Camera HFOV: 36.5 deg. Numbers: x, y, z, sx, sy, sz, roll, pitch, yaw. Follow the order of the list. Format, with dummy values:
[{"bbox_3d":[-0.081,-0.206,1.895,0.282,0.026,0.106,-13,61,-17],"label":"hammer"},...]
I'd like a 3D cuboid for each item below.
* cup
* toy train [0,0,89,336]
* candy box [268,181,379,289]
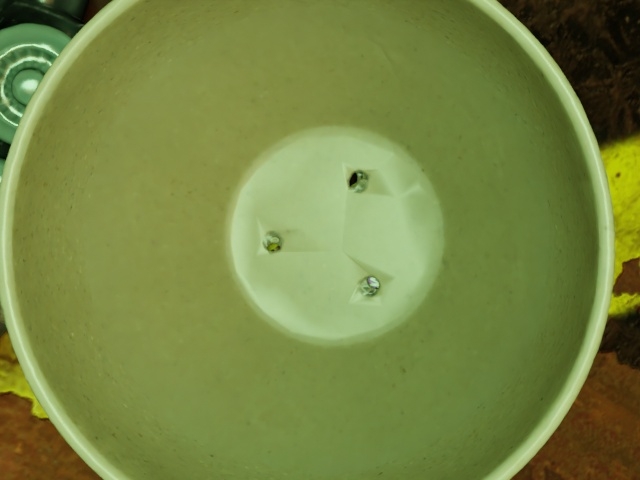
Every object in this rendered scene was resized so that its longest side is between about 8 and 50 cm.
[{"bbox_3d":[0.000,0.000,0.627,0.331,0.237,0.331,0,92,7],"label":"cup"},{"bbox_3d":[-0.269,-0.045,0.631,0.190,0.142,0.333,21,98,-15],"label":"toy train"},{"bbox_3d":[-0.013,0.047,0.766,0.206,0.027,0.105,-36,85,6],"label":"candy box"}]
